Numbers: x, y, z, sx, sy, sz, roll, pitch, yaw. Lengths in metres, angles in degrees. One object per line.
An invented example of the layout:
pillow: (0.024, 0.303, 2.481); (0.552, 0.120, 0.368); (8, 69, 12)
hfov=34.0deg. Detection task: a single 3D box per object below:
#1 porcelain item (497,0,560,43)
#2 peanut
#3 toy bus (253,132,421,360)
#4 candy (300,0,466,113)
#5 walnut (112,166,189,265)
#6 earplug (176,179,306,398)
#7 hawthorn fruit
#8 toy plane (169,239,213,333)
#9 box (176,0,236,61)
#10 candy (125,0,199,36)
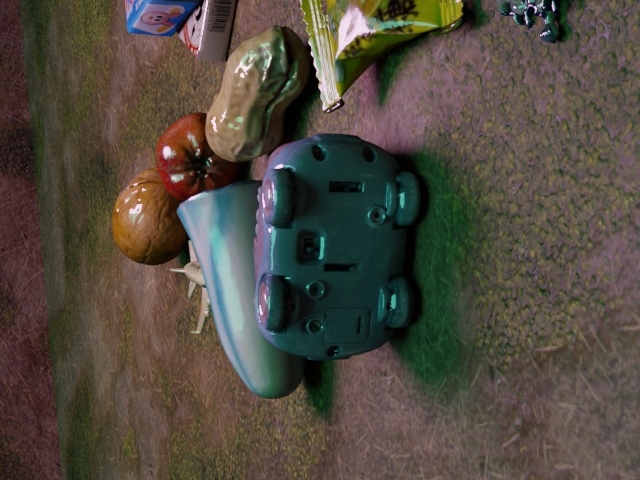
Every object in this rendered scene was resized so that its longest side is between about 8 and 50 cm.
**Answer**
porcelain item: (0.234, -0.240, 1.084); (0.136, 0.021, 0.075); (-21, 78, 62)
peanut: (-0.101, -0.220, 1.630); (0.290, 0.130, 0.130); (-59, 42, 49)
toy bus: (0.000, 0.000, 1.396); (0.232, 0.197, 0.294); (-147, 58, -70)
candy: (0.075, -0.296, 1.333); (0.297, 0.081, 0.187); (-22, 73, 50)
walnut: (-0.326, -0.046, 2.052); (0.207, 0.167, 0.167); (-63, 39, 41)
earplug: (-0.102, 0.085, 1.618); (0.185, 0.185, 0.324); (-29, 71, 60)
hawthorn fruit: (-0.222, -0.152, 1.871); (0.203, 0.163, 0.162); (-133, 46, -69)
toy plane: (-0.201, 0.060, 1.888); (0.244, 0.092, 0.229); (7, 96, 62)
box: (-0.244, -0.502, 1.958); (0.353, 0.069, 0.214); (51, 135, 48)
candy: (-0.302, -0.541, 1.895); (0.157, 0.100, 0.305); (-26, 70, 60)
